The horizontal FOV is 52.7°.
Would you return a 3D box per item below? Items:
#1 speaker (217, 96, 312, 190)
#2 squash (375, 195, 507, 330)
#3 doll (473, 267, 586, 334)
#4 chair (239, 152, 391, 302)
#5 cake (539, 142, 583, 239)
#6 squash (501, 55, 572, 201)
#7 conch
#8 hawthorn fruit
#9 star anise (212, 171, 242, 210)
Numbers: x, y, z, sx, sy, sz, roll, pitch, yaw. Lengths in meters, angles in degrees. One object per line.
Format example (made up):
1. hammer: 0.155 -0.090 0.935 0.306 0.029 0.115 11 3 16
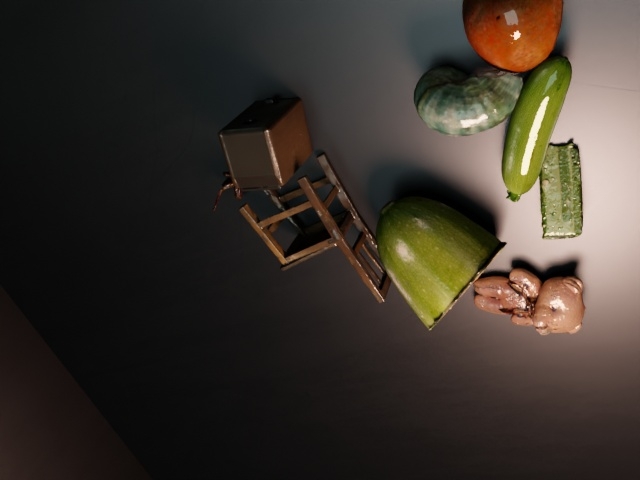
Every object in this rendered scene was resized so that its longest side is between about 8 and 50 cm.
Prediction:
1. speaker: -0.141 -0.260 1.718 0.153 0.231 0.193 0 121 22
2. squash: 0.275 0.032 1.730 0.309 0.310 0.310 40 129 13
3. doll: 0.562 0.182 1.770 0.303 0.156 0.201 2 128 26
4. chair: 0.000 0.000 1.854 0.240 0.203 0.416 -23 108 28
5. cake: 0.605 -0.126 1.626 0.100 0.099 0.236 -2 99 24
6. squash: 0.498 -0.258 1.530 0.107 0.107 0.395 15 132 13
7. conch: 0.325 -0.327 1.510 0.277 0.220 0.196 136 115 -71
8. hawthorn fruit: 0.425 -0.462 1.391 0.210 0.211 0.262 -15 140 29
9. star anise: -0.264 -0.164 1.927 0.097 0.070 0.191 31 116 -12
